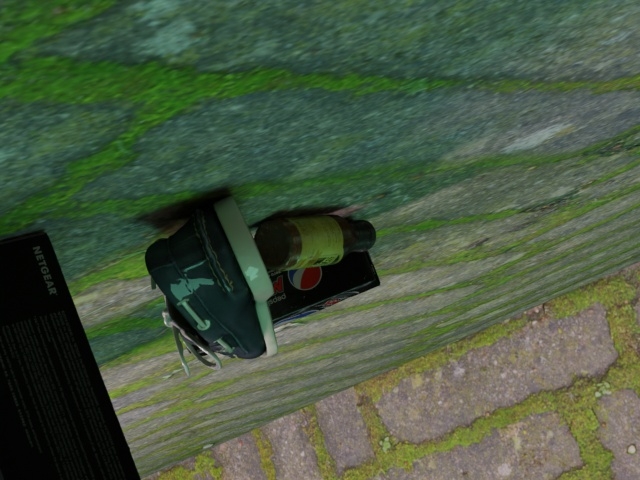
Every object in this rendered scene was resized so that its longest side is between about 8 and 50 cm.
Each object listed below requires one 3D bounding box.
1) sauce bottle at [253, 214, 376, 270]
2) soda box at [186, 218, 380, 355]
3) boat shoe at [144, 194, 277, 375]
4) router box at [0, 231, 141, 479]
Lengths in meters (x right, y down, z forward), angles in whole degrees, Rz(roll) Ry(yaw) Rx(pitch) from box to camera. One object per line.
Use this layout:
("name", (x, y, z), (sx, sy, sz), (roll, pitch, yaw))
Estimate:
("sauce bottle", (0.000, 0.000, 1.106), (0.042, 0.042, 0.128), (-28, 167, 34))
("soda box", (-0.038, 0.041, 1.196), (0.169, 0.060, 0.053), (-22, 171, 4))
("boat shoe", (-0.077, 0.042, 1.020), (0.079, 0.095, 0.254), (-21, 169, -6))
("router box", (-0.182, 0.185, 0.894), (0.081, 0.308, 0.243), (-15, 163, -29))
